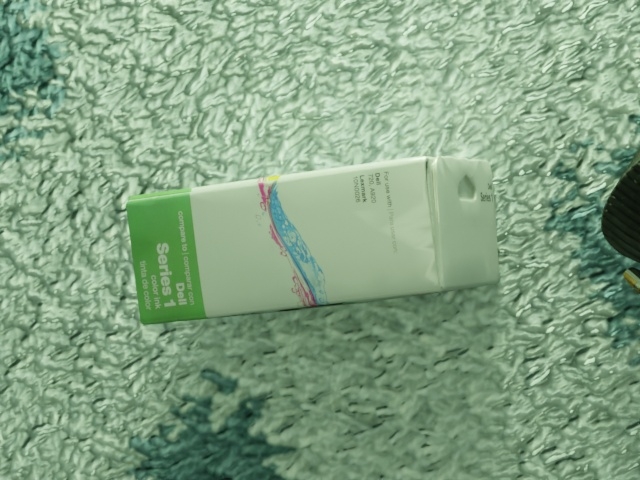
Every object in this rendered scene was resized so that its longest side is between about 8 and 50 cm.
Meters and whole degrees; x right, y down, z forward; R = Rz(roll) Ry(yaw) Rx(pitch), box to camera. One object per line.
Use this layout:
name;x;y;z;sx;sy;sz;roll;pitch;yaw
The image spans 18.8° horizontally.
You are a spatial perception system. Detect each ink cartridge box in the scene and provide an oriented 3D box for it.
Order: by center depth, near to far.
ink cartridge box;0.000;0.000;1.701;0.278;0.201;0.117;-7;89;19

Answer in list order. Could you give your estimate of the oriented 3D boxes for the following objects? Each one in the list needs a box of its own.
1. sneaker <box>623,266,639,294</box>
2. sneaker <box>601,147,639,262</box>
sneaker;0.305;0.042;1.685;0.083;0.032;0.037;31;87;12
sneaker;0.358;-0.114;1.628;0.122;0.146;0.330;32;126;-8
